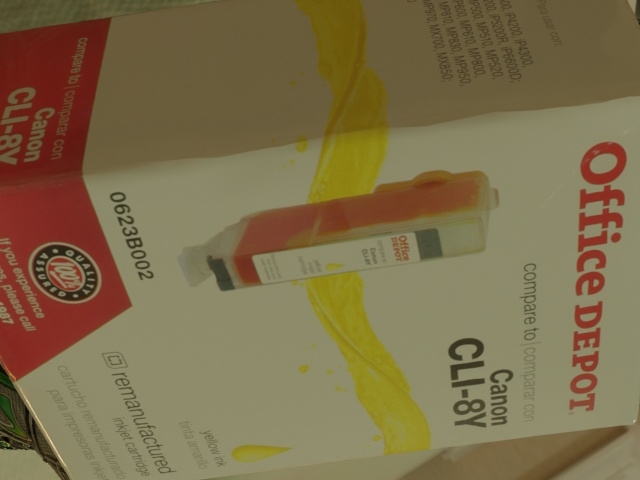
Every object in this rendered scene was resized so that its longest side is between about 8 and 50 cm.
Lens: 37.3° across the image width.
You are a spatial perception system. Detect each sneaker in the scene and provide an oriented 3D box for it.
[{"bbox_3d":[-0.384,0.249,1.292,0.146,0.343,0.134,-47,144,-9],"label":"sneaker"}]

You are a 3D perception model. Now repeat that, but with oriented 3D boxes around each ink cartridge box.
[{"bbox_3d":[0.000,0.000,0.595,0.384,0.160,0.279,-8,132,3],"label":"ink cartridge box"}]

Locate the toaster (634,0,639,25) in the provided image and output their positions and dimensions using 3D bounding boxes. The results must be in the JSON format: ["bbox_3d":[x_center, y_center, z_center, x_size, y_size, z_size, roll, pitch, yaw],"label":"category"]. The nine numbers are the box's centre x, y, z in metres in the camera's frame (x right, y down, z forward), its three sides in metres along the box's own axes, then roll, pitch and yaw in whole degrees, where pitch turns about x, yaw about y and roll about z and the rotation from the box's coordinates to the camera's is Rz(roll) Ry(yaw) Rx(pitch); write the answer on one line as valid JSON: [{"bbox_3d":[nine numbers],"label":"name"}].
[{"bbox_3d":[0.328,-0.112,0.740,0.185,0.110,0.168,-3,110,-10],"label":"toaster"}]
